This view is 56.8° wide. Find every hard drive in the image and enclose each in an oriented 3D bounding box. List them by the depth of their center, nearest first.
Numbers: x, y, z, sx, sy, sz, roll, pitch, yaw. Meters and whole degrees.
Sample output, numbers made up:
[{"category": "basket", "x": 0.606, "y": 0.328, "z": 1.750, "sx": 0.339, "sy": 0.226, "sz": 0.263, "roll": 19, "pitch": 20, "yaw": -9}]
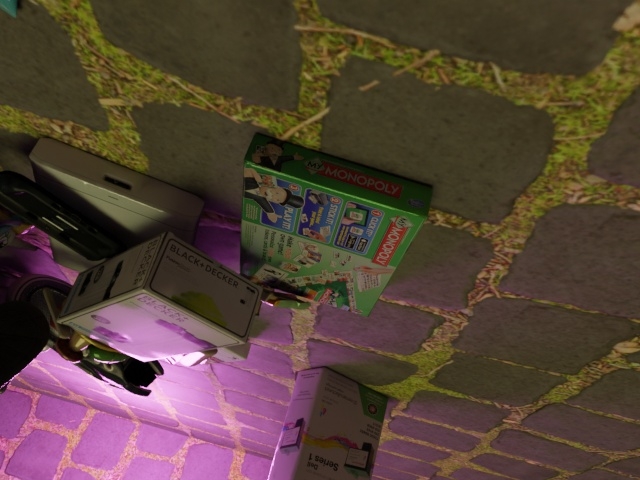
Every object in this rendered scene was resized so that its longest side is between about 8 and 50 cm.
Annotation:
[{"category": "hard drive", "x": -0.322, "y": -0.009, "z": 0.947, "sx": 0.233, "sy": 0.047, "sz": 0.353, "roll": 21, "pitch": 151, "yaw": -8}]

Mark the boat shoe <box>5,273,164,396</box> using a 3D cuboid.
[{"category": "boat shoe", "x": -0.444, "y": 0.190, "z": 1.163, "sx": 0.158, "sy": 0.127, "sz": 0.340, "roll": 10, "pitch": 149, "yaw": 36}]

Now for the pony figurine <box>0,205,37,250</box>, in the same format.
[{"category": "pony figurine", "x": -0.612, "y": -0.021, "z": 0.841, "sx": 0.303, "sy": 0.363, "sz": 0.351, "roll": 6, "pitch": 134, "yaw": 33}]

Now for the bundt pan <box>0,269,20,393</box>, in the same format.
[{"category": "bundt pan", "x": -0.743, "y": 0.196, "z": 1.232, "sx": 0.331, "sy": 0.331, "sz": 0.124, "roll": -2, "pitch": 148, "yaw": 31}]

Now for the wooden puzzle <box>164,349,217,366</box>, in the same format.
[{"category": "wooden puzzle", "x": -0.328, "y": 0.179, "z": 1.160, "sx": 0.238, "sy": 0.044, "sz": 0.221, "roll": 35, "pitch": 154, "yaw": -8}]

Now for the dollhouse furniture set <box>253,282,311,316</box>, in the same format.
[{"category": "dollhouse furniture set", "x": -0.086, "y": 0.103, "z": 0.941, "sx": 0.076, "sy": 0.058, "sz": 0.151, "roll": 17, "pitch": 179, "yaw": -30}]

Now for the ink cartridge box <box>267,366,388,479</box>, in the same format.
[{"category": "ink cartridge box", "x": 0.020, "y": 0.458, "z": 1.337, "sx": 0.201, "sy": 0.278, "sz": 0.117, "roll": 31, "pitch": 149, "yaw": -24}]

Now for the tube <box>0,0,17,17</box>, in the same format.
[{"category": "tube", "x": -0.280, "y": -0.260, "z": 0.492, "sx": 0.080, "sy": 0.052, "sz": 0.207, "roll": 36, "pitch": 151, "yaw": -22}]

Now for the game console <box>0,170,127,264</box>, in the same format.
[{"category": "game console", "x": -0.314, "y": 0.008, "z": 0.883, "sx": 0.213, "sy": 0.044, "sz": 0.361, "roll": -10, "pitch": 142, "yaw": 36}]

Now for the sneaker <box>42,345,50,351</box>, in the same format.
[{"category": "sneaker", "x": -0.827, "y": 0.196, "z": 1.536, "sx": 0.305, "sy": 0.114, "sz": 0.152, "roll": 6, "pitch": 136, "yaw": 11}]

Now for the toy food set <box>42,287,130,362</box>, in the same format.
[{"category": "toy food set", "x": -0.400, "y": 0.162, "z": 1.014, "sx": 0.128, "sy": 0.071, "sz": 0.218, "roll": 47, "pitch": -174, "yaw": 30}]

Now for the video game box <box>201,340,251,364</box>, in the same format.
[{"category": "video game box", "x": -0.286, "y": 0.211, "z": 1.310, "sx": 0.205, "sy": 0.048, "sz": 0.187, "roll": 37, "pitch": 143, "yaw": -31}]

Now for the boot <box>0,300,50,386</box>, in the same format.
[{"category": "boot", "x": -0.632, "y": 0.243, "z": 0.951, "sx": 0.138, "sy": 0.377, "sz": 0.284, "roll": 53, "pitch": 147, "yaw": -12}]

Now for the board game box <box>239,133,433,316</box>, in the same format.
[{"category": "board game box", "x": 0.000, "y": 0.000, "z": 0.793, "sx": 0.213, "sy": 0.046, "sz": 0.317, "roll": 17, "pitch": 151, "yaw": 0}]

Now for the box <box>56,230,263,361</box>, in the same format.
[{"category": "box", "x": -0.242, "y": 0.094, "z": 0.862, "sx": 0.290, "sy": 0.087, "sz": 0.169, "roll": -18, "pitch": 136, "yaw": 43}]
